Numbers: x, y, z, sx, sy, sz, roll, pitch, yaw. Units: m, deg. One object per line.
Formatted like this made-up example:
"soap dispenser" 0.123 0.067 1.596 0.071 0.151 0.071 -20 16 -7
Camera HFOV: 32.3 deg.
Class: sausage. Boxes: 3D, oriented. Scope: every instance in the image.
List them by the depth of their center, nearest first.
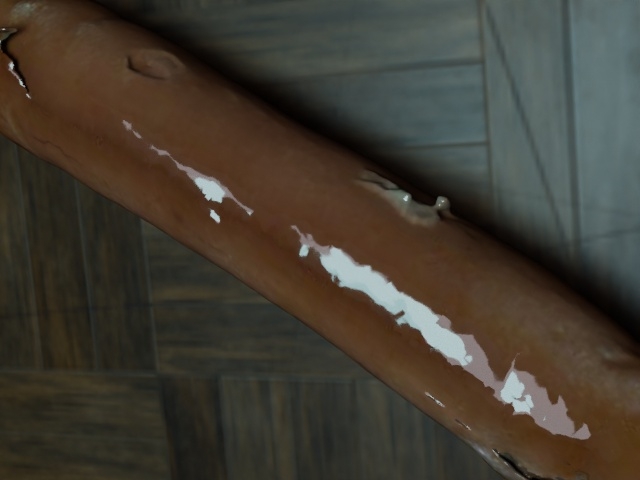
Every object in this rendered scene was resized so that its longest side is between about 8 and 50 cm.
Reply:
"sausage" 0.000 0.000 0.528 0.419 0.094 0.094 34 67 14
